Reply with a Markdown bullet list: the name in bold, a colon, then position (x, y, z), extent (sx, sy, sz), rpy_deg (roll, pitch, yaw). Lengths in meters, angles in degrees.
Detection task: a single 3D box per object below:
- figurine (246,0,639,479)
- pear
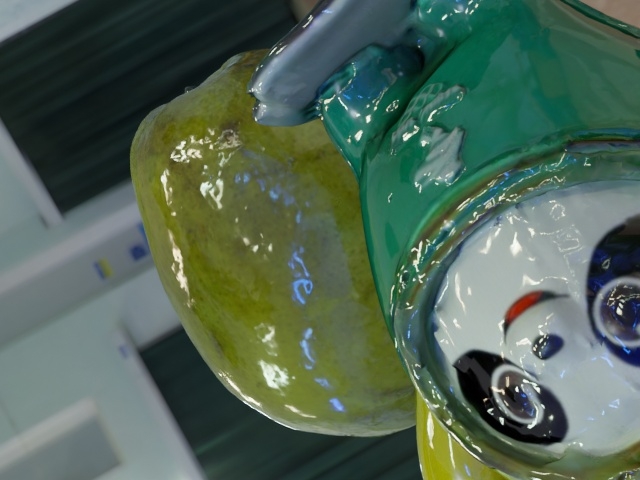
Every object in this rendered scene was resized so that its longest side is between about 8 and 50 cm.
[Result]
- **figurine**: position (0.133, -0.002, 0.844), extent (0.340, 0.323, 0.231), rpy_deg (55, -153, 12)
- **pear**: position (0.000, 0.000, 1.124), extent (0.307, 0.253, 0.253), rpy_deg (49, 179, -13)
